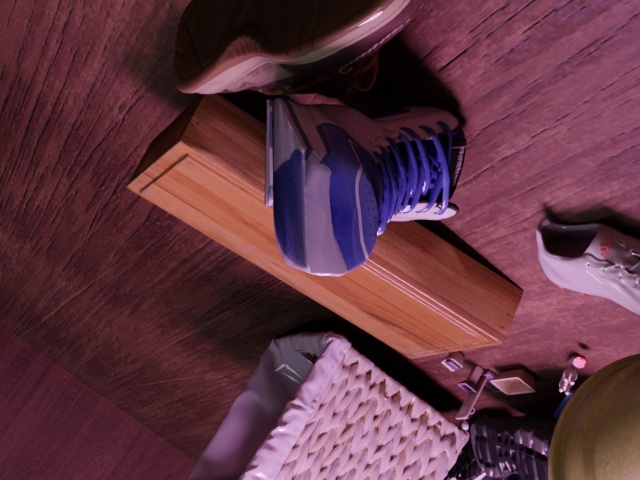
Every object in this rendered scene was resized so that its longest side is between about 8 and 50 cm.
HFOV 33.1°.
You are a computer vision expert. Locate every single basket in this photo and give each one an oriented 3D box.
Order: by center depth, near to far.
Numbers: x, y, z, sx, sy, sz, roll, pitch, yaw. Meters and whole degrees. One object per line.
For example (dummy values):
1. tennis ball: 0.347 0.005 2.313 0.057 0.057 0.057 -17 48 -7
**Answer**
1. basket: -0.011 0.340 1.592 0.266 0.331 0.328 36 164 -10

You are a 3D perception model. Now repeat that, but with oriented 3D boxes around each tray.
1. tray: 0.000 0.000 1.201 0.411 0.076 0.203 31 158 -17

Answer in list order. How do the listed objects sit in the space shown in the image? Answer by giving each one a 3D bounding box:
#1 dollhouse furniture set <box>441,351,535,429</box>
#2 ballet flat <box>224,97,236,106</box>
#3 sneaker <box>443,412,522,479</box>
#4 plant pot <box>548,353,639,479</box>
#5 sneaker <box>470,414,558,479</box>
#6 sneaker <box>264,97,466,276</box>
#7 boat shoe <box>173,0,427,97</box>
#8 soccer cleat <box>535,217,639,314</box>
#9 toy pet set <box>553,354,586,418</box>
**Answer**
1. dollhouse furniture set: 0.205 0.193 1.369 0.091 0.081 0.114 39 156 -13
2. ballet flat: -0.120 -0.117 1.246 0.058 0.049 0.173 -6 171 -24
3. sneaker: 0.260 0.331 1.583 0.124 0.107 0.283 18 160 -1
4. plant pot: 0.366 0.179 0.912 0.276 0.276 0.254 30 153 7
5. sneaker: 0.281 0.257 1.328 0.267 0.106 0.101 -166 66 -72
6. sneaker: 0.047 -0.067 0.930 0.182 0.127 0.315 -2 -166 -6
7. boat shoe: -0.001 -0.180 0.897 0.123 0.123 0.342 11 167 -32
8. soccer cleat: 0.278 0.025 0.973 0.196 0.068 0.076 13 146 44
9. toy pet set: 0.331 0.184 1.250 0.122 0.065 0.114 27 121 7
